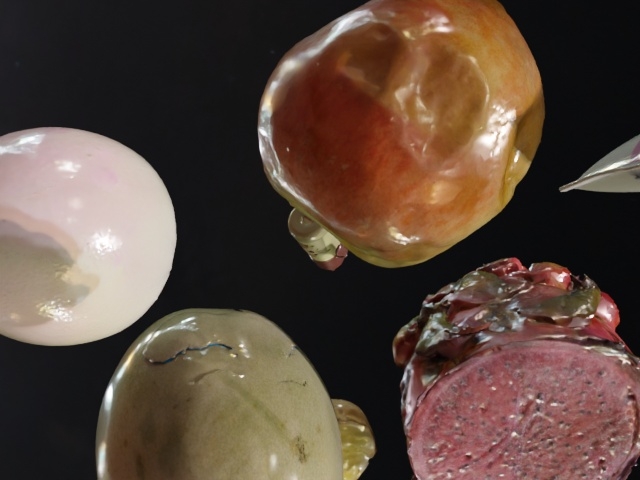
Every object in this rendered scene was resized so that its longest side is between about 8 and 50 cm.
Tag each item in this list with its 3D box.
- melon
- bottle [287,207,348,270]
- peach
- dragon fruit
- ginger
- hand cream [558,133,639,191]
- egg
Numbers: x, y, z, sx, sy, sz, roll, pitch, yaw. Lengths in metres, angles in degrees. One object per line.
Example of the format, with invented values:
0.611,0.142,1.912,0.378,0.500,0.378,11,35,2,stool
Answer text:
-0.112,0.226,1.052,0.268,0.268,0.330,-35,-121,36,melon
0.001,0.001,1.038,0.047,0.101,0.063,-34,-122,-3,bottle
0.071,-0.098,0.770,0.235,0.214,0.214,-45,-126,-8,peach
0.235,0.163,1.163,0.263,0.314,0.296,-96,-177,-64,dragon fruit
-0.016,0.289,1.303,0.354,0.126,0.190,129,-47,-64,ginger
0.390,-0.103,0.817,0.185,0.358,0.118,-18,-93,64,hand cream
-0.454,-0.011,1.504,0.354,0.339,0.355,-2,-95,26,egg
